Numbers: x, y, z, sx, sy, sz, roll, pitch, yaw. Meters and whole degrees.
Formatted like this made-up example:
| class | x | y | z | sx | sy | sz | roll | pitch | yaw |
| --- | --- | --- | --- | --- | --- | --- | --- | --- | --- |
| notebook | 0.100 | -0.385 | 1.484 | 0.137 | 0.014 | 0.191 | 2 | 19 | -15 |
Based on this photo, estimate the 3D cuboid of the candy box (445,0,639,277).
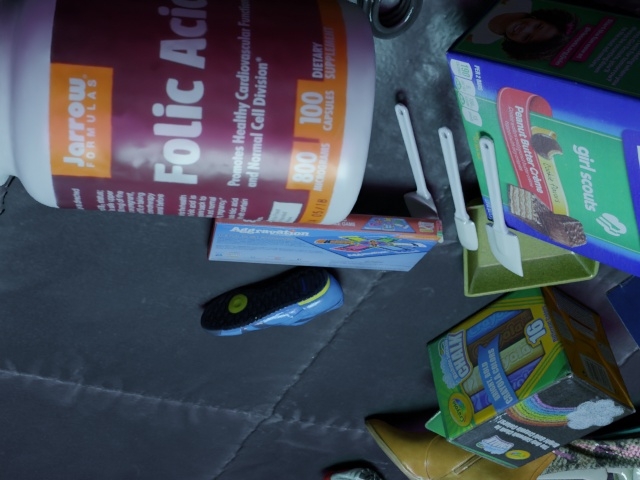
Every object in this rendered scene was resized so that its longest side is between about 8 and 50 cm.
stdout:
| class | x | y | z | sx | sy | sz | roll | pitch | yaw |
| --- | --- | --- | --- | --- | --- | --- | --- | --- | --- |
| candy box | 0.309 | -0.089 | 0.835 | 0.317 | 0.122 | 0.268 | 24 | 154 | 37 |

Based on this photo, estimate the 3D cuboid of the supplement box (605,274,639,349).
| class | x | y | z | sx | sy | sz | roll | pitch | yaw |
| --- | --- | --- | --- | --- | --- | --- | --- | --- | --- |
| supplement box | 0.583 | 0.092 | 1.072 | 0.356 | 0.195 | 0.194 | 3 | 141 | -39 |

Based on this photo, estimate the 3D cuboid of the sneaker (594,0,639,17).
| class | x | y | z | sx | sy | sz | roll | pitch | yaw |
| --- | --- | --- | --- | --- | --- | --- | --- | --- | --- |
| sneaker | 0.474 | -0.253 | 0.779 | 0.410 | 0.158 | 0.182 | 14 | 101 | -15 |

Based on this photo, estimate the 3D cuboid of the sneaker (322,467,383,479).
| class | x | y | z | sx | sy | sz | roll | pitch | yaw |
| --- | --- | --- | --- | --- | --- | --- | --- | --- | --- |
| sneaker | 0.084 | 0.530 | 1.663 | 0.118 | 0.107 | 0.279 | -4 | 138 | 26 |

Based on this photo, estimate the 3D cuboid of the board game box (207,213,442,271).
| class | x | y | z | sx | sy | sz | roll | pitch | yaw |
| --- | --- | --- | --- | --- | --- | --- | --- | --- | --- |
| board game box | 0.000 | 0.000 | 1.062 | 0.281 | 0.027 | 0.145 | 4 | 161 | -11 |

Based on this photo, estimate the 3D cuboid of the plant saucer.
| class | x | y | z | sx | sy | sz | roll | pitch | yaw |
| --- | --- | --- | --- | --- | --- | --- | --- | --- | --- |
| plant saucer | 0.282 | -0.009 | 1.110 | 0.188 | 0.045 | 0.188 | -9 | 138 | 3 |

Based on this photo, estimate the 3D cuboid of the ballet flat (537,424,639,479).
| class | x | y | z | sx | sy | sz | roll | pitch | yaw |
| --- | --- | --- | --- | --- | --- | --- | --- | --- | --- |
| ballet flat | 0.493 | 0.413 | 1.497 | 0.483 | 0.182 | 0.164 | -1 | 161 | -7 |

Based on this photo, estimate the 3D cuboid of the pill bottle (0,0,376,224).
| class | x | y | z | sx | sy | sz | roll | pitch | yaw |
| --- | --- | --- | --- | --- | --- | --- | --- | --- | --- |
| pill bottle | -0.162 | -0.136 | 0.783 | 0.392 | 0.224 | 0.224 | 3 | 137 | -11 |

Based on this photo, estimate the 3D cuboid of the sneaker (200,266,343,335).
| class | x | y | z | sx | sy | sz | roll | pitch | yaw |
| --- | --- | --- | --- | --- | --- | --- | --- | --- | --- |
| sneaker | -0.067 | 0.102 | 1.174 | 0.209 | 0.069 | 0.082 | -19 | 140 | 13 |

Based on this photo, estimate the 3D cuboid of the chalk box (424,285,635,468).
| class | x | y | z | sx | sy | sz | roll | pitch | yaw |
| --- | --- | --- | --- | --- | --- | --- | --- | --- | --- |
| chalk box | 0.291 | 0.223 | 1.272 | 0.180 | 0.179 | 0.289 | 30 | 128 | -34 |

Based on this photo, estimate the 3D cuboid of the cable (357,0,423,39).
| class | x | y | z | sx | sy | sz | roll | pitch | yaw |
| --- | --- | --- | --- | --- | --- | --- | --- | --- | --- |
| cable | 0.065 | -0.320 | 0.756 | 0.139 | 0.072 | 0.287 | -28 | 149 | -1 |

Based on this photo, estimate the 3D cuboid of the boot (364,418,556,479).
| class | x | y | z | sx | sy | sz | roll | pitch | yaw |
| --- | --- | --- | --- | --- | --- | --- | --- | --- | --- |
| boot | 0.237 | 0.344 | 1.418 | 0.211 | 0.295 | 0.104 | -46 | 142 | -9 |

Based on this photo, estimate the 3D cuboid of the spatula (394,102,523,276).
| class | x | y | z | sx | sy | sz | roll | pitch | yaw |
| --- | --- | --- | --- | --- | --- | --- | --- | --- | --- |
| spatula | 0.159 | -0.057 | 0.985 | 0.019 | 0.168 | 0.242 | -46 | 142 | -17 |
